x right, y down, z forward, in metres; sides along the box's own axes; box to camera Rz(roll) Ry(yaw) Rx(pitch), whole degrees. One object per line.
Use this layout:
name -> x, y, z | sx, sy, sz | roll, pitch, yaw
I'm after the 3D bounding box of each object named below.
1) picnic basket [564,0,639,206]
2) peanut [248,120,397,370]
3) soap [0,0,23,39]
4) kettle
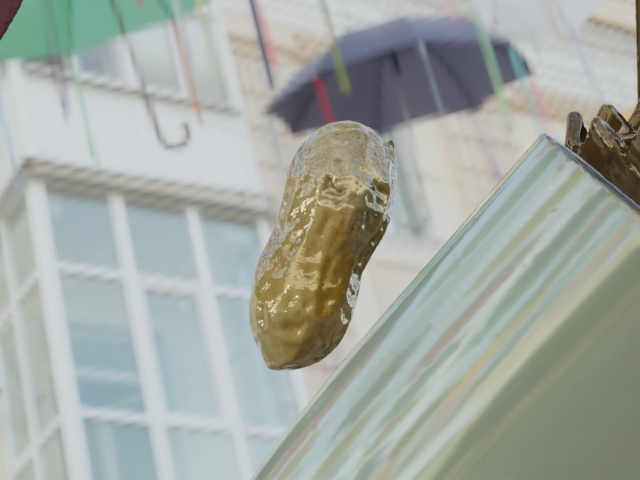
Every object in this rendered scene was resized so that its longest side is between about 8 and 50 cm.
picnic basket -> 0.326, -0.074, 1.338 | 0.291, 0.321, 0.254 | -11, 12, -37
peanut -> 0.000, 0.000, 1.494 | 0.099, 0.214, 0.099 | 22, -17, 7
soap -> -0.373, -0.156, 1.424 | 0.233, 0.128, 0.359 | 6, -32, -28
kettle -> 0.078, 0.121, 0.676 | 0.236, 0.221, 0.161 | -47, -11, 3
